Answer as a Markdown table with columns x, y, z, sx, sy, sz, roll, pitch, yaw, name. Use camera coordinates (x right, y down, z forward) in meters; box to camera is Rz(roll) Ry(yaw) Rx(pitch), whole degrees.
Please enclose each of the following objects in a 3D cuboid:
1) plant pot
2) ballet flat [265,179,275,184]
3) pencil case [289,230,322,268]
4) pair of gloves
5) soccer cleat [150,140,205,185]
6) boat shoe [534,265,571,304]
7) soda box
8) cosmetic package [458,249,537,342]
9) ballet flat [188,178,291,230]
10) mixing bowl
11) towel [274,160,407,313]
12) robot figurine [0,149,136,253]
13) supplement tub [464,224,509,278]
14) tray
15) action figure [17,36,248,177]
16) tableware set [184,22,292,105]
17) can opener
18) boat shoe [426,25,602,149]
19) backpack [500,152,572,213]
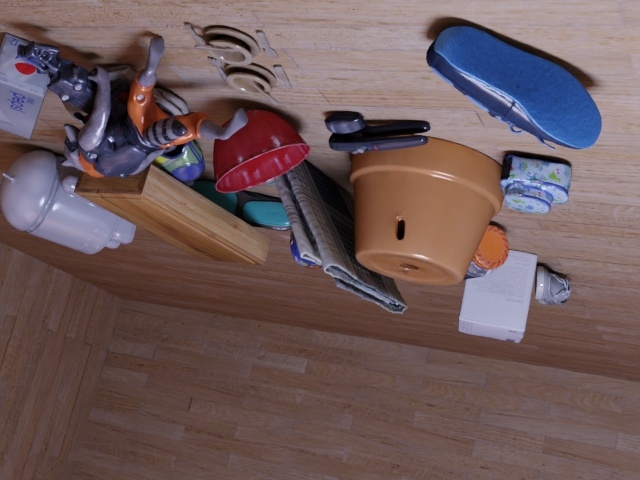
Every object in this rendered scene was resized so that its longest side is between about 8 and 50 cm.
| x | y | z | sx | sy | sz | roll | pitch | yaw | name |
| --- | --- | --- | --- | --- | --- | --- | --- | --- | --- |
| 0.182 | -0.042 | 1.702 | 0.290 | 0.204 | 0.291 | 12 | 165 | 3 | plant pot |
| -0.146 | -0.146 | 1.914 | 0.068 | 0.072 | 0.213 | 52 | 153 | -21 | ballet flat |
| 0.000 | 0.000 | 2.122 | 0.133 | 0.120 | 0.306 | 20 | 174 | -6 | pencil case |
| -0.361 | -0.251 | 1.722 | 0.240 | 0.042 | 0.204 | -7 | 150 | 39 | pair of gloves |
| -0.370 | -0.192 | 1.920 | 0.289 | 0.093 | 0.121 | 12 | 141 | 20 | soccer cleat |
| 0.553 | 0.109 | 2.217 | 0.081 | 0.079 | 0.227 | 1 | 169 | 19 | boat shoe |
| -0.554 | -0.275 | 1.713 | 0.098 | 0.091 | 0.286 | 19 | 165 | -19 | soda box |
| 0.409 | 0.125 | 2.168 | 0.151 | 0.184 | 0.151 | 11 | 165 | 11 | cosmetic package |
| -0.190 | -0.073 | 2.166 | 0.280 | 0.095 | 0.096 | 15 | 178 | -7 | ballet flat |
| -0.119 | -0.167 | 1.646 | 0.181 | 0.098 | 0.181 | -24 | 169 | -5 | mixing bowl |
| 0.026 | -0.016 | 1.811 | 0.056 | 0.324 | 0.312 | -36 | 145 | 16 | towel |
| -0.614 | -0.092 | 2.250 | 0.353 | 0.200 | 0.300 | 23 | 153 | -32 | robot figurine |
| 0.314 | 0.025 | 2.013 | 0.117 | 0.117 | 0.190 | 19 | 165 | -22 | supplement tub |
| -0.309 | -0.049 | 2.018 | 0.202 | 0.076 | 0.411 | 4 | 163 | 36 | tray |
| -0.340 | -0.205 | 1.551 | 0.330 | 0.179 | 0.341 | -23 | 142 | 40 | action figure |
| -0.125 | -0.267 | 1.452 | 0.128 | 0.039 | 0.194 | 9 | 165 | 16 | tableware set |
| 0.095 | -0.174 | 1.567 | 0.186 | 0.059 | 0.073 | 7 | 164 | 26 | can opener |
| 0.260 | -0.208 | 1.251 | 0.258 | 0.109 | 0.089 | 34 | 168 | -13 | boat shoe |
| 0.365 | -0.092 | 1.585 | 0.114 | 0.084 | 0.105 | 7 | 167 | 15 | backpack |
